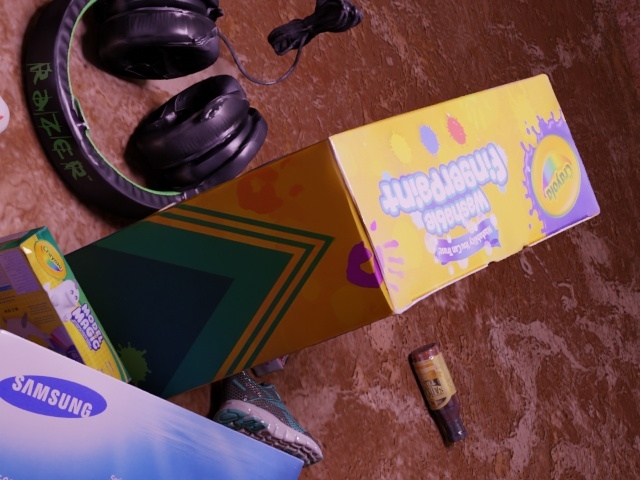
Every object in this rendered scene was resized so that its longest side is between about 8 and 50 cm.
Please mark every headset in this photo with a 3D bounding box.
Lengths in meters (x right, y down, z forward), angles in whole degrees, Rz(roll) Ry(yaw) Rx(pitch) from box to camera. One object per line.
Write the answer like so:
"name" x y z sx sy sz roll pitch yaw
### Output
"headset" -0.122 -0.171 1.813 0.394 0.185 0.243 -28 100 -52

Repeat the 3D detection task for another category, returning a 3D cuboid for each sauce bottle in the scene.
"sauce bottle" 0.155 0.196 2.277 0.128 0.042 0.042 67 27 -6

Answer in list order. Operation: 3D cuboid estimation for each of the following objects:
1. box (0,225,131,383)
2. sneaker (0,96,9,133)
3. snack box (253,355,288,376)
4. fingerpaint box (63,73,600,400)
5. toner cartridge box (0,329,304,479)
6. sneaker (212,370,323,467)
"box" -0.235 0.080 1.521 0.043 0.105 0.179 -42 113 -46
"sneaker" -0.312 -0.143 1.550 0.161 0.075 0.057 41 39 -46
"snack box" -0.075 0.062 1.922 0.141 0.037 0.100 58 29 -24
"fingerpaint box" 0.000 0.000 1.676 0.445 0.371 0.163 -21 90 -57
"toner cartridge box" -0.179 0.198 1.455 0.348 0.075 0.165 29 78 -41
"sneaker" -0.051 0.186 1.868 0.166 0.065 0.076 44 34 -46
